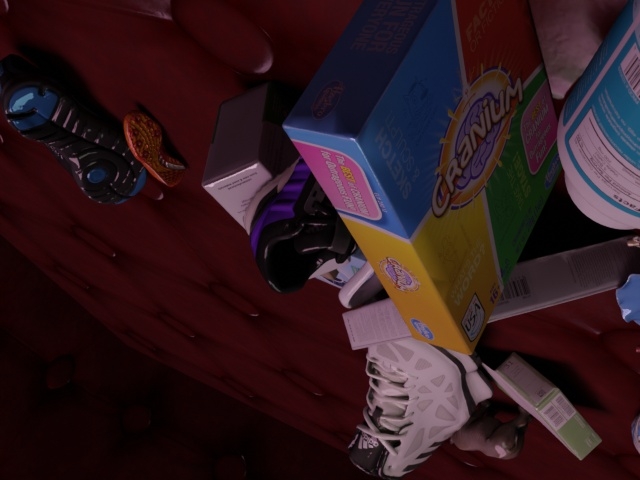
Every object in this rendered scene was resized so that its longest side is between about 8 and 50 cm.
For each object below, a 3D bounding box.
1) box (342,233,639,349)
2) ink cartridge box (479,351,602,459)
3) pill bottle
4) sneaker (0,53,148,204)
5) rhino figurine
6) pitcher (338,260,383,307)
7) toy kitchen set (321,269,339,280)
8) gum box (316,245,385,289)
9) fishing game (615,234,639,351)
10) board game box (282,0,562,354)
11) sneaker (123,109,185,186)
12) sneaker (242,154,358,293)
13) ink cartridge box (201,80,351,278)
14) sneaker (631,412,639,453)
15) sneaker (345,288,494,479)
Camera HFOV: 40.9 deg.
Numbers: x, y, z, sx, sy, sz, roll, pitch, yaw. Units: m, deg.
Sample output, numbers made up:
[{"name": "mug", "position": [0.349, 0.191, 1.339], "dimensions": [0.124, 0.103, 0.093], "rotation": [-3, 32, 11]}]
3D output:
[{"name": "box", "position": [0.190, 0.069, 1.024], "dimensions": [0.322, 0.232, 0.058], "rotation": [153, 104, -69]}, {"name": "ink cartridge box", "position": [0.345, 0.248, 1.440], "dimensions": [0.171, 0.056, 0.235], "rotation": [46, 180, -33]}, {"name": "pill bottle", "position": [0.259, -0.098, 0.609], "dimensions": [0.146, 0.146, 0.264], "rotation": [29, 160, 8]}, {"name": "sneaker", "position": [-0.415, -0.189, 1.463], "dimensions": [0.139, 0.125, 0.341], "rotation": [51, 178, 38]}, {"name": "rhino figurine", "position": [0.312, 0.367, 1.684], "dimensions": [0.073, 0.106, 0.243], "rotation": [41, 158, -24]}, {"name": "pitcher", "position": [0.099, 0.007, 1.048], "dimensions": [0.125, 0.178, 0.207], "rotation": [51, 167, 17]}, {"name": "toy kitchen set", "position": [0.000, 0.000, 1.304], "dimensions": [0.068, 0.083, 0.075], "rotation": [18, 158, 34]}, {"name": "gum box", "position": [0.024, 0.027, 1.395], "dimensions": [0.184, 0.041, 0.157], "rotation": [21, 158, 24]}, {"name": "fishing game", "position": [0.402, 0.069, 0.878], "dimensions": [0.189, 0.041, 0.264], "rotation": [-1, 148, 17]}, {"name": "board game box", "position": [0.111, -0.081, 0.725], "dimensions": [0.064, 0.242, 0.316], "rotation": [16, 155, 34]}, {"name": "sneaker", "position": [-0.282, -0.149, 1.395], "dimensions": [0.067, 0.064, 0.175], "rotation": [32, 160, 29]}, {"name": "sneaker", "position": [0.020, -0.053, 0.900], "dimensions": [0.102, 0.146, 0.293], "rotation": [20, 126, -24]}, {"name": "ink cartridge box", "position": [-0.044, -0.070, 1.082], "dimensions": [0.087, 0.153, 0.208], "rotation": [-20, 134, 25]}, {"name": "sneaker", "position": [0.505, 0.299, 1.281], "dimensions": [0.085, 0.086, 0.237], "rotation": [21, 159, 22]}, {"name": "sneaker", "position": [0.134, 0.265, 1.403], "dimensions": [0.169, 0.257, 0.447], "rotation": [32, 170, 36]}]
